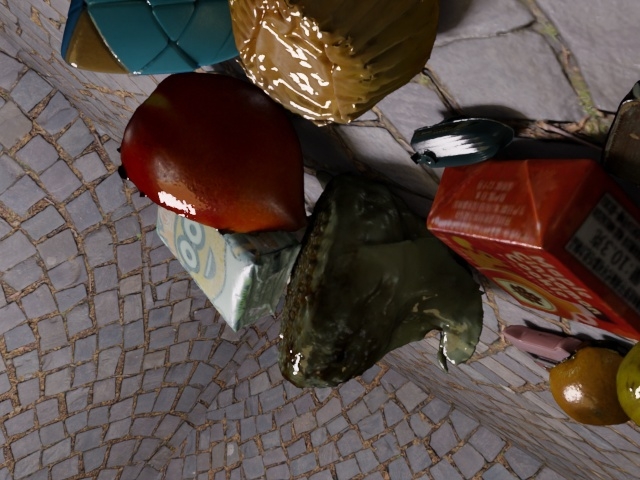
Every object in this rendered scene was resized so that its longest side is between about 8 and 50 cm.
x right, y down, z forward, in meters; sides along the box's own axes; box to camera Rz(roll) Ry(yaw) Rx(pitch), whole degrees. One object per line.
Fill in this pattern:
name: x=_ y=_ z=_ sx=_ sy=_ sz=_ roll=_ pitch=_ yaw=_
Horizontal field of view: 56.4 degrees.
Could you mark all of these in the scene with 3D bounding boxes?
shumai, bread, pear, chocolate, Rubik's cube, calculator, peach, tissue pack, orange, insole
shumai: x=0.118 y=0.091 z=1.097 sx=0.349 sy=0.394 sz=0.395 roll=13 pitch=172 yaw=-12
bread: x=0.002 y=-0.227 z=0.572 sx=0.240 sy=0.139 sz=0.240 roll=34 pitch=164 yaw=11
pear: x=0.475 y=0.196 z=0.792 sx=0.149 sy=0.148 sz=0.162 roll=29 pitch=162 yaw=33
chocolate: x=0.271 y=0.006 z=0.703 sx=0.237 sy=0.108 sz=0.235 roll=37 pitch=170 yaw=-25
Rubik's cube: x=-0.221 y=-0.306 z=0.722 sx=0.254 sy=0.254 sz=0.254 roll=35 pitch=168 yaw=9
calculator: x=0.520 y=0.266 z=1.173 sx=0.330 sy=0.048 sz=0.220 roll=39 pitch=167 yaw=-20
peach: x=-0.161 y=-0.160 z=1.025 sx=0.362 sy=0.257 sz=0.201 roll=31 pitch=133 yaw=9
tissue pack: x=-0.194 y=-0.008 z=1.173 sx=0.311 sy=0.128 sz=0.227 roll=47 pitch=139 yaw=23
orange: x=0.467 y=0.250 z=1.000 sx=0.160 sy=0.112 sz=0.169 roll=-6 pitch=112 yaw=26
insole: x=0.090 y=-0.042 z=1.317 sx=0.119 sy=0.009 sz=0.348 roll=25 pitch=163 yaw=42

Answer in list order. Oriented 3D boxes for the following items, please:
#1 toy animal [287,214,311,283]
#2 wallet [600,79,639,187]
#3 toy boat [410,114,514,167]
toy animal: x=0.000 y=0.000 z=1.391 sx=0.267 sy=0.307 sz=0.188 roll=-10 pitch=136 yaw=10
wallet: x=0.352 y=-0.049 z=0.489 sx=0.232 sy=0.031 sz=0.122 roll=33 pitch=168 yaw=25
toy boat: x=0.169 y=-0.118 z=0.701 sx=0.055 sy=0.060 sz=0.141 roll=44 pitch=159 yaw=-24
